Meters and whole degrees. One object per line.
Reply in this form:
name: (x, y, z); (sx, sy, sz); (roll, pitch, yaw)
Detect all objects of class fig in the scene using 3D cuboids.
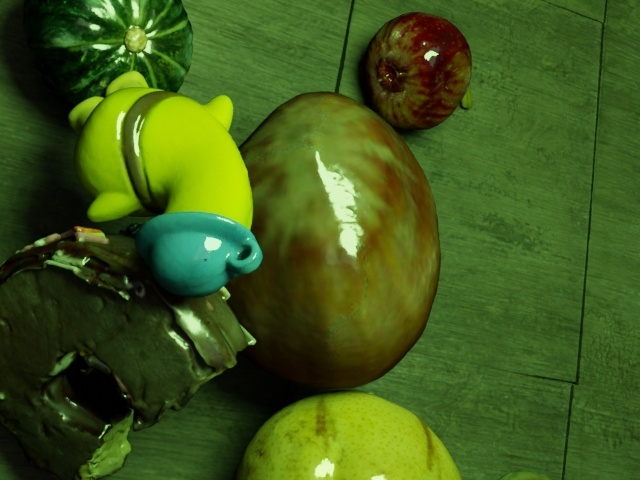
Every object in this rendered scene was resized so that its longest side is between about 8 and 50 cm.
fig: (0.169, -0.268, 1.207); (0.207, 0.175, 0.175); (-25, 92, -39)

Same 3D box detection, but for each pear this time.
pear: (0.033, 0.333, 0.962); (0.315, 0.314, 0.314); (4, 81, -23)

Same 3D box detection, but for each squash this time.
squash: (-0.269, -0.260, 0.994); (0.218, 0.172, 0.218); (-21, 129, -28)

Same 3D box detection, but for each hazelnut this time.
hazelnut: (-0.001, 0.005, 0.980); (0.366, 0.366, 0.365); (4, 81, -23)

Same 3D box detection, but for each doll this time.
doll: (-0.158, -0.077, 0.822); (0.199, 0.363, 0.145); (-40, 140, -6)

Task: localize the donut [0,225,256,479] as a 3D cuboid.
donut: (-0.262, 0.120, 0.893); (0.259, 0.345, 0.136); (45, 30, -1)

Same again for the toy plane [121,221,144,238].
toy plane: (-0.251, 0.025, 1.034); (0.235, 0.060, 0.096); (-1, 96, -27)

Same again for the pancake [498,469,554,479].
pancake: (0.322, 0.481, 1.213); (0.222, 0.042, 0.236); (40, 70, -15)
